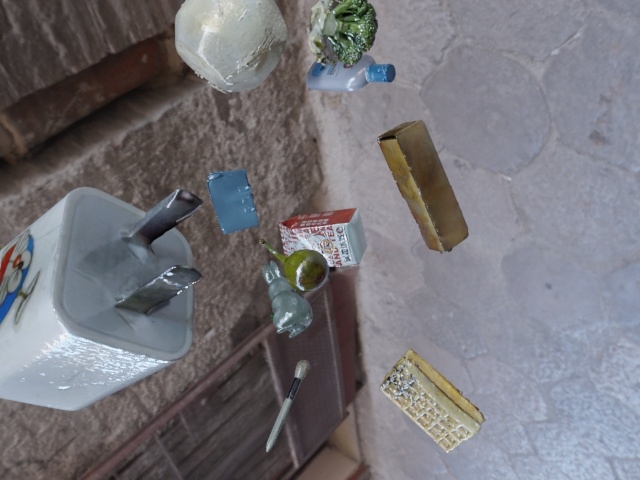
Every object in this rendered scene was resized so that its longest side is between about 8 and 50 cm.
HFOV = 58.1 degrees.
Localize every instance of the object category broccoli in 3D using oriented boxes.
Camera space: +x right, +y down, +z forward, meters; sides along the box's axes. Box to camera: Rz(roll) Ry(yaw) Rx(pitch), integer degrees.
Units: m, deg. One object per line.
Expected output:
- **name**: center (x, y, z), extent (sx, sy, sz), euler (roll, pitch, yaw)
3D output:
- **broccoli**: center (0.072, -0.506, 1.357), extent (0.146, 0.137, 0.162), euler (57, 135, 19)

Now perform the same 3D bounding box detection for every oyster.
- **oyster**: center (0.022, -0.637, 1.724), extent (0.107, 0.354, 0.201), euler (7, 117, 13)

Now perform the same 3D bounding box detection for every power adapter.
- **power adapter**: center (-0.166, 0.037, 0.454), extent (0.204, 0.130, 0.125), euler (-30, 140, 27)

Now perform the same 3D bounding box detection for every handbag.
- **handbag**: center (0.000, 0.000, 1.999), extent (0.298, 0.151, 0.171), euler (-7, 113, 18)
- **handbag**: center (-0.301, -0.135, 1.998), extent (0.057, 0.144, 0.221), euler (-96, -3, -60)

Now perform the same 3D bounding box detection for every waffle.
- **waffle**: center (0.164, 0.240, 0.862), extent (0.148, 0.042, 0.102), euler (42, 144, 13)

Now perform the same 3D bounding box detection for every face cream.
- **face cream**: center (0.108, -0.588, 2.020), extent (0.336, 0.163, 0.080), euler (15, 153, 39)

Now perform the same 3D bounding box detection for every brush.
- **brush**: center (-0.103, 0.494, 1.746), extent (0.042, 0.299, 0.039), euler (27, 151, -1)

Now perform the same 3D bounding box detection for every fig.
- **fig**: center (-0.085, 0.061, 1.631), extent (0.236, 0.124, 0.124), euler (25, 144, 30)

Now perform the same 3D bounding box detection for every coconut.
- **coconut**: center (-0.274, -0.681, 1.882), extent (0.346, 0.360, 0.346), euler (37, 171, 7)

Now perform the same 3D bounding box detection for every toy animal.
- **toy animal**: center (-0.098, 0.171, 1.720), extent (0.108, 0.138, 0.236), euler (42, -153, -48)

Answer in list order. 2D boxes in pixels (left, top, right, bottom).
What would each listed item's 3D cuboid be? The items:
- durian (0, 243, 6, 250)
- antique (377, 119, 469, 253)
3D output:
- **durian**: center (-0.462, 0.063, 0.757), extent (0.102, 0.147, 0.208), euler (26, 179, -5)
- **antique**: center (0.245, -0.123, 1.360), extent (0.310, 0.087, 0.093), euler (63, 162, -15)
